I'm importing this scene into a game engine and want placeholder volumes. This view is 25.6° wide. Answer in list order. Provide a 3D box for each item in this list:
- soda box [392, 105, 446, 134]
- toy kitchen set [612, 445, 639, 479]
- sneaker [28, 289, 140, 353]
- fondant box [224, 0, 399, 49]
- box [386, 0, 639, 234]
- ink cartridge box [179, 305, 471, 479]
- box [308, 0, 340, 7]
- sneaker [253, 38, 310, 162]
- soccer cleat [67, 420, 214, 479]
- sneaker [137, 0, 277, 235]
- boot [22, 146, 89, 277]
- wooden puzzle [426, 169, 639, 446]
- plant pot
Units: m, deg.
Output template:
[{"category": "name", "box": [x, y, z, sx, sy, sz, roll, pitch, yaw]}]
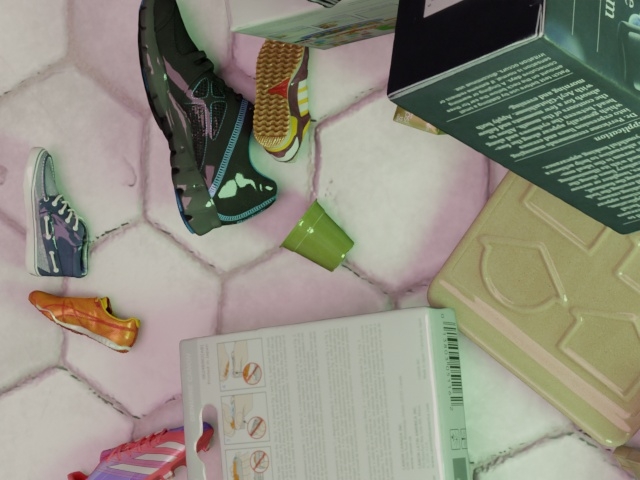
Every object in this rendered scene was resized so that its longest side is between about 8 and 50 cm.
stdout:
[{"category": "soda box", "box": [0.150, -0.168, 1.762, 0.061, 0.181, 0.058, 20, 101, 17]}, {"category": "toy kitchen set", "box": [0.435, 0.275, 1.798, 0.083, 0.075, 0.068, 9, 143, 50]}, {"category": "sneaker", "box": [-0.338, 0.105, 2.034, 0.175, 0.064, 0.067, 21, 82, 11]}, {"category": "fondant box", "box": [0.051, -0.310, 1.701, 0.238, 0.330, 0.096, -11, 89, 20]}, {"category": "box", "box": [0.292, -0.224, 1.502, 0.212, 0.395, 0.293, -18, 56, 46]}, {"category": "ink cartridge box", "box": [0.003, 0.259, 1.835, 0.385, 0.091, 0.308, -9, 81, 30]}, {"category": "box", "box": [-0.166, -0.487, 1.343, 0.480, 0.472, 0.297, 36, 104, 14]}, {"category": "sneaker", "box": [-0.047, -0.195, 1.893, 0.070, 0.084, 0.185, 3, 71, 20]}, {"category": "soccer cleat", "box": [-0.260, 0.316, 2.013, 0.248, 0.083, 0.095, -38, 79, 21]}, {"category": "sneaker", "box": [-0.160, -0.182, 1.921, 0.140, 0.125, 0.340, -16, 88, -7]}, {"category": "boot", "box": [-0.374, -0.039, 2.024, 0.086, 0.069, 0.190, 4, 105, 11]}, {"category": "wooden puzzle", "box": [0.349, 0.032, 1.757, 0.322, 0.080, 0.348, 39, 113, 12]}, {"category": "plant pot", "box": [0.000, 0.000, 1.893, 0.079, 0.083, 0.083, 38, 107, 0]}]
